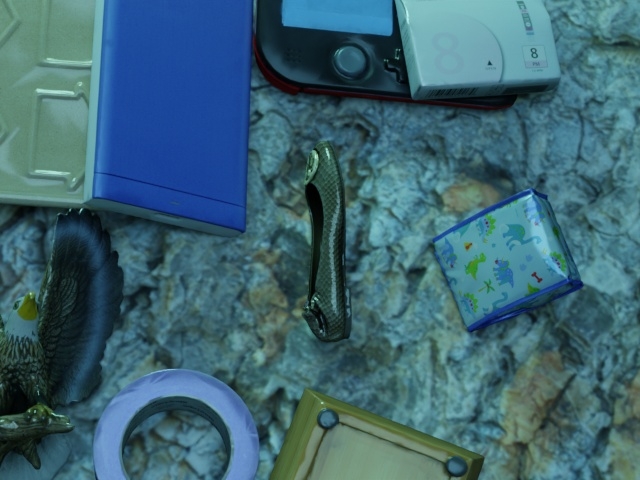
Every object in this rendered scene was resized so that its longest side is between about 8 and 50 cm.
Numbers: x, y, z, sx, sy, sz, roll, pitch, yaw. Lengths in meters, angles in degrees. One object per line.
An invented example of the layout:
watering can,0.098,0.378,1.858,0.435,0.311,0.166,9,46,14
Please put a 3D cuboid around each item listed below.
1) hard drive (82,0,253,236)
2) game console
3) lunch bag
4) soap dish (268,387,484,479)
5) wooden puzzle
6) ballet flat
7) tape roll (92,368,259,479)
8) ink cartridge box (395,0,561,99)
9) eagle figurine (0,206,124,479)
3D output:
hard drive,-0.179,-0.178,1.981,0.210,0.040,0.318,13,69,-35
game console,0.088,-0.359,2.111,0.342,0.060,0.386,4,73,-5
lunch bag,0.223,0.026,1.987,0.151,0.096,0.129,-25,75,17
soap dish,0.039,0.333,1.854,0.229,0.118,0.291,21,72,1
wooden puzzle,-0.358,-0.189,2.001,0.348,0.080,0.322,6,72,-10
ballet flat,0.000,0.000,1.979,0.058,0.084,0.250,-2,78,-8
tape roll,-0.166,0.247,1.878,0.189,0.080,0.189,2,73,-5
ink cartridge box,0.189,-0.294,2.062,0.189,0.066,0.232,-5,78,-14
eagle figurine,-0.346,0.113,1.870,0.226,0.225,0.298,35,29,-35
